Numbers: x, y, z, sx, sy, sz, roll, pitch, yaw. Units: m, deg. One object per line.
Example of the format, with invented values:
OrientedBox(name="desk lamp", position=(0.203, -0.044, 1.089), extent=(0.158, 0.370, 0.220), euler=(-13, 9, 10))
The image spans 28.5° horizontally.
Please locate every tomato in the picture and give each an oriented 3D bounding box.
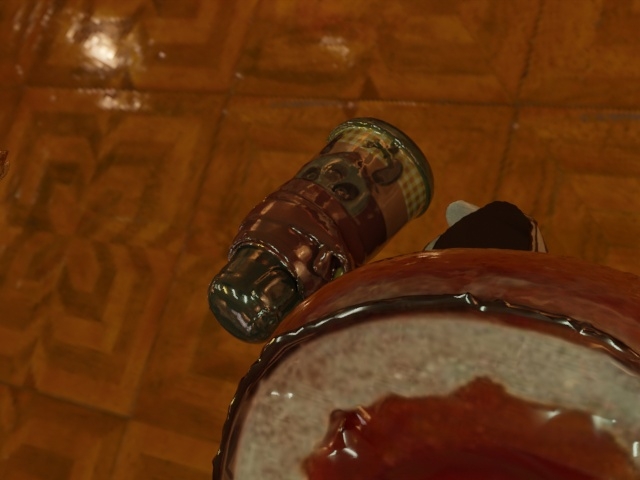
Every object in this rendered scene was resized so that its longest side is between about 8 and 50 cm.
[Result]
OrientedBox(name="tomato", position=(0.063, 0.098, 0.450), extent=(0.180, 0.155, 0.214), euler=(14, 109, 10))

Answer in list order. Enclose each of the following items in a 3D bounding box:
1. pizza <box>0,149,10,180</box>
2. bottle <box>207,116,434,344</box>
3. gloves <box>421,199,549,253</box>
OrientedBox(name="pizza", position=(-0.408, -0.171, 1.079), extent=(0.251, 0.288, 0.074), euler=(24, 65, 36))
OrientedBox(name="bottle", position=(0.000, 0.000, 1.279), extent=(0.271, 0.143, 0.156), euler=(-46, 16, -32))
OrientedBox(name="gloves", position=(0.162, 0.036, 1.281), extent=(0.131, 0.219, 0.140), euler=(22, 76, 18))
